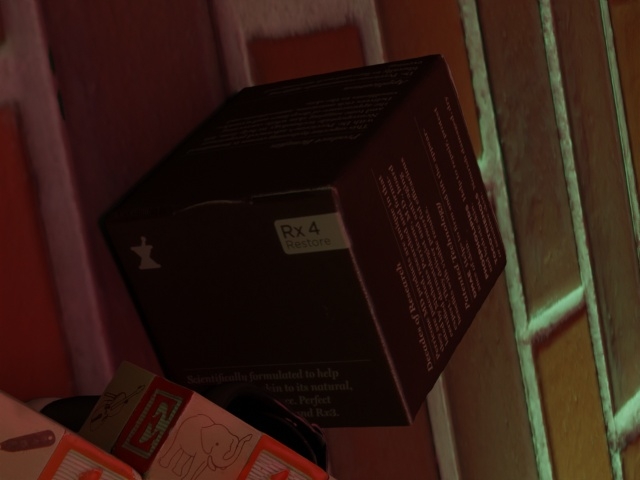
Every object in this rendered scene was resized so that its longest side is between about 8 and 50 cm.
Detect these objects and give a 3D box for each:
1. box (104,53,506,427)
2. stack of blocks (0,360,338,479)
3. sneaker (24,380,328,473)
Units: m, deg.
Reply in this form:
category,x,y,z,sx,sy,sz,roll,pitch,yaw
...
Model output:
category,x,y,z,sx,sy,sz,roll,pitch,yaw
box,0.000,0.000,0.916,0.203,0.168,0.167,-51,129,-50
stack of blocks,-0.102,0.145,0.638,0.297,0.087,0.171,35,78,-26
sneaker,-0.044,0.166,0.833,0.296,0.147,0.104,41,49,-51
